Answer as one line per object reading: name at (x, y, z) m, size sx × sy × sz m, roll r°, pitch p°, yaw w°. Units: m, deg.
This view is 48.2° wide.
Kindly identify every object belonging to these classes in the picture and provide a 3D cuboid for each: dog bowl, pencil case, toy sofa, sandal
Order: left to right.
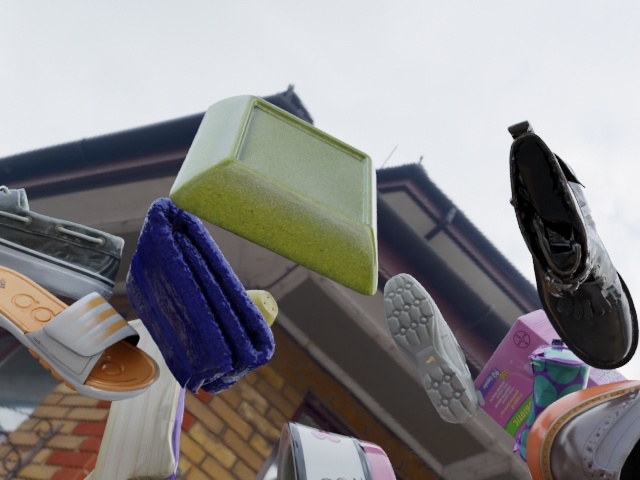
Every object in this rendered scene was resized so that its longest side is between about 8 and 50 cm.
sandal at (-0.307, 0.092, 0.847) m, size 0.265 × 0.102 × 0.076 m, roll 32°, pitch -59°, yaw 6°
toy sofa at (-0.265, 0.290, 1.150) m, size 0.177 × 0.363 × 0.150 m, roll -16°, pitch -52°, yaw 10°
dog bowl at (0.022, 0.476, 1.060) m, size 0.150 × 0.408 × 0.408 m, roll 1°, pitch -53°, yaw -8°
pencil case at (0.278, 0.200, 0.863) m, size 0.070 × 0.064 × 0.152 m, roll 11°, pitch -70°, yaw 22°

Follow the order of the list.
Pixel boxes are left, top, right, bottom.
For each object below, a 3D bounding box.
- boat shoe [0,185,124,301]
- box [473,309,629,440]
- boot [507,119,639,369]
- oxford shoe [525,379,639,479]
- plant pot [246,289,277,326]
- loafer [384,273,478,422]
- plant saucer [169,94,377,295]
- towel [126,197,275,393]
boat shoe at (-0.435, -0.015, 0.989) m, size 0.335 × 0.119 × 0.121 m, roll 23°, pitch -17°, yaw -11°
box at (0.457, 0.302, 1.433) m, size 0.243 × 0.117 × 0.214 m, roll 42°, pitch -60°, yaw 28°
boot at (0.234, 0.021, 0.683) m, size 0.091 × 0.229 × 0.263 m, roll -22°, pitch -94°, yaw 20°
oxford shoe at (0.263, 0.102, 0.419) m, size 0.098 × 0.271 × 0.097 m, roll 138°, pitch -70°, yaw -81°
plant pot at (-0.162, 0.176, 1.759) m, size 0.095 × 0.134 × 0.134 m, roll -30°, pitch -75°, yaw 20°
loafer at (0.222, 0.218, 1.449) m, size 0.112 × 0.111 × 0.319 m, roll -27°, pitch -111°, yaw 14°
plant saucer at (-0.021, -0.057, 0.635) m, size 0.188 × 0.188 × 0.045 m, roll 26°, pitch -58°, yaw -13°
towel at (-0.174, 0.091, 0.910) m, size 0.228 × 0.076 × 0.308 m, roll 55°, pitch -26°, yaw 4°
